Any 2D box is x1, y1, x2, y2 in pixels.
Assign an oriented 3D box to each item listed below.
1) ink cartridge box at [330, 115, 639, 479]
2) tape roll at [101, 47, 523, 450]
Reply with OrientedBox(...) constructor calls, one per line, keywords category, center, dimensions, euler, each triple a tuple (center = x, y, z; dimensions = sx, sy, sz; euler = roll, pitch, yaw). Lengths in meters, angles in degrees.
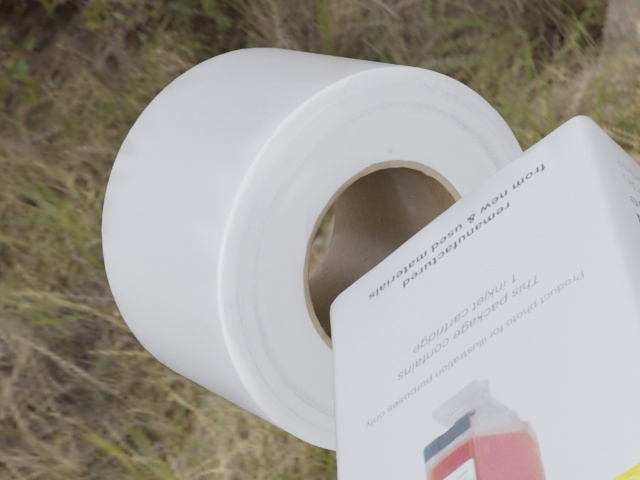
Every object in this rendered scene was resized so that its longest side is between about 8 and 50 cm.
OrientedBox(category="ink cartridge box", center=(0.155, 0.175, 0.598), dimensions=(0.160, 0.279, 0.385), euler=(-38, 28, 23))
OrientedBox(category="tape roll", center=(0.000, 0.000, 1.029), dimensions=(0.169, 0.246, 0.246), euler=(18, 86, 57))
